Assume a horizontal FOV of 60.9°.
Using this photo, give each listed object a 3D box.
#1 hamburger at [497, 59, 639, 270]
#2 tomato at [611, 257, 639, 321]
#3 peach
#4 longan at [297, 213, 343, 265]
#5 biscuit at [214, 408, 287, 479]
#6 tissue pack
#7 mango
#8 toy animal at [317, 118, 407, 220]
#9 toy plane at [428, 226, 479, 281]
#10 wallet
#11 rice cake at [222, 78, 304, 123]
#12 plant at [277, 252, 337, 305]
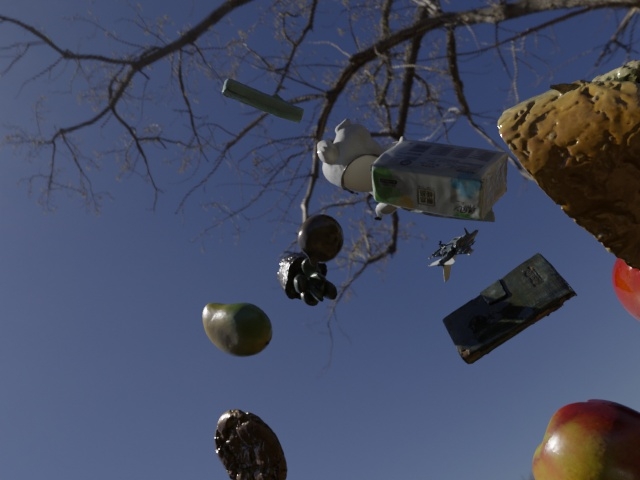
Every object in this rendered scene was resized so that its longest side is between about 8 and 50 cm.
[{"bbox_3d":[0.420,-0.118,0.717,0.209,0.330,0.162,-52,-2,42],"label":"hamburger"},{"bbox_3d":[0.772,0.079,1.078,0.321,0.321,0.322,-19,-41,-18],"label":"tomato"},{"bbox_3d":[0.419,0.324,0.781,0.197,0.197,0.197,-19,-41,-18],"label":"peach"},{"bbox_3d":[0.000,0.000,1.165,0.113,0.092,0.113,-12,-73,-43],"label":"longan"},{"bbox_3d":[-0.171,0.508,1.289,0.042,0.226,0.226,-22,-34,-54],"label":"biscuit"},{"bbox_3d":[0.239,-0.104,1.093,0.159,0.229,0.145,-40,-48,-45],"label":"tissue pack"},{"bbox_3d":[-0.188,0.201,1.235,0.085,0.191,0.122,-21,-76,-49],"label":"mango"},{"bbox_3d":[0.140,-0.163,1.330,0.208,0.154,0.325,-31,-47,15],"label":"toy animal"},{"bbox_3d":[0.406,0.017,1.626,0.082,0.160,0.234,52,-122,-19],"label":"toy plane"},{"bbox_3d":[0.469,0.173,1.387,0.317,0.169,0.044,-38,-56,14],"label":"wallet"},{"bbox_3d":[-0.119,-0.297,1.157,0.180,0.042,0.030,17,-25,-20],"label":"rice cake"},{"bbox_3d":[-0.037,0.120,1.692,0.146,0.274,0.149,-1,-81,-17],"label":"plant"}]
